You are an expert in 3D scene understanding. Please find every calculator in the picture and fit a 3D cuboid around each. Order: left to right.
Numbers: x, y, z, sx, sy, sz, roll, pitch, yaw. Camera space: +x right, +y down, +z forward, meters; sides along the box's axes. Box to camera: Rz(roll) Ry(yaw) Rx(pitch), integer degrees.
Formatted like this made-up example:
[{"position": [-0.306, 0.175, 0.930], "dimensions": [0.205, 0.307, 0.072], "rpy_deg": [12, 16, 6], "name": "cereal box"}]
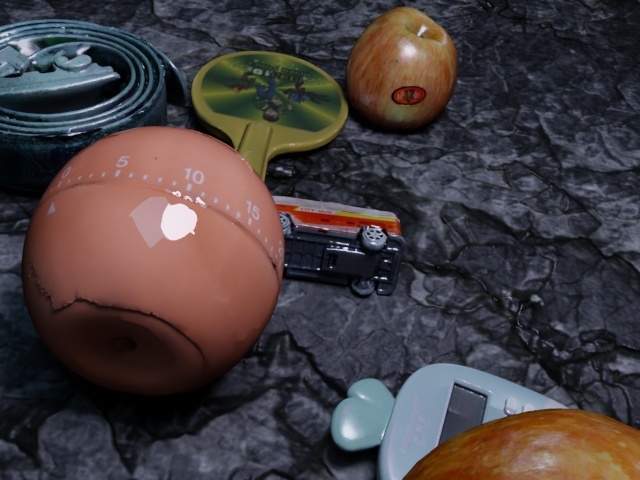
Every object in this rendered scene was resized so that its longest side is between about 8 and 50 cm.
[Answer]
[{"position": [0.153, 0.203, 0.825], "dimensions": [0.299, 0.041, 0.185], "rpy_deg": [19, 46, 4], "name": "calculator"}]

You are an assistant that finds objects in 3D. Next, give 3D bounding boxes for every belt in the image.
[{"position": [-0.284, -0.154, 1.033], "dimensions": [0.268, 0.116, 0.206], "rpy_deg": [-4, 51, -11], "name": "belt"}]

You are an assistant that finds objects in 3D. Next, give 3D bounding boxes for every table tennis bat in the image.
[{"position": [-0.072, -0.139, 1.112], "dimensions": [0.198, 0.050, 0.320], "rpy_deg": [13, 42, -1], "name": "table tennis bat"}]

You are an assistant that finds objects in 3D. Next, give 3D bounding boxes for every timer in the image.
[{"position": [-0.146, 0.016, 0.817], "dimensions": [0.230, 0.229, 0.214], "rpy_deg": [11, 47, 0], "name": "timer"}]

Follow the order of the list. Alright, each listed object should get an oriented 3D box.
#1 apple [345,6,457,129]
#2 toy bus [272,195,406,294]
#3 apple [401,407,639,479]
[{"position": [0.104, -0.219, 1.156], "dimensions": [0.146, 0.131, 0.146], "rpy_deg": [9, 43, -9], "name": "apple"}, {"position": [0.000, 0.000, 0.969], "dimensions": [0.174, 0.079, 0.077], "rpy_deg": [9, 37, -2], "name": "toy bus"}, {"position": [0.146, 0.269, 0.613], "dimensions": [0.250, 0.277, 0.309], "rpy_deg": [0, 32, 36], "name": "apple"}]
